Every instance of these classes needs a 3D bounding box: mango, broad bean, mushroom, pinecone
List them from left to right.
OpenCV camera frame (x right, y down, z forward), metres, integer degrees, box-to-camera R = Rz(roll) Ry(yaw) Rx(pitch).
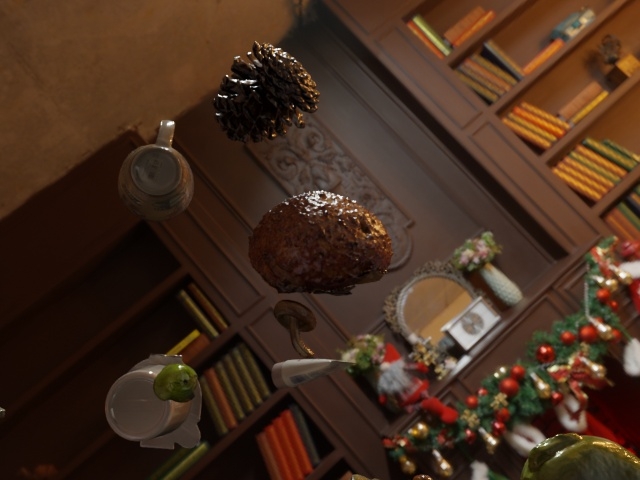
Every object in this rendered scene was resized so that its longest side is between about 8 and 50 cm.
[{"bbox_3d":[-0.302,0.299,1.286,0.091,0.074,0.165,-1,-20,-16],"label":"mango"},{"bbox_3d":[-0.153,-0.369,1.614,0.292,0.246,0.246,-28,0,33],"label":"pinecone"},{"bbox_3d":[-0.042,0.175,1.254,0.073,0.129,0.088,-24,-4,-46],"label":"mushroom"},{"bbox_3d":[0.512,0.488,1.158,0.119,0.291,0.238,124,171,-68],"label":"broad bean"}]

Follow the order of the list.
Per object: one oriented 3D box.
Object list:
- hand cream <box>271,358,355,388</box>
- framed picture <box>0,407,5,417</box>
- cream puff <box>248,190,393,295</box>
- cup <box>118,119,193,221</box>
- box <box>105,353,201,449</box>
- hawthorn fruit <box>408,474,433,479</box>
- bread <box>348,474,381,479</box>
[{"bbox_3d":[-0.030,0.391,1.877,0.248,0.083,0.133,-18,-19,24],"label":"hand cream"},{"bbox_3d":[-0.768,0.340,1.243,0.150,0.015,0.203,0,-8,44],"label":"framed picture"},{"bbox_3d":[-0.005,0.001,1.414,0.351,0.228,0.350,-8,4,1],"label":"cream puff"},{"bbox_3d":[-0.467,-0.218,1.808,0.257,0.228,0.301,161,119,-71],"label":"cup"},{"bbox_3d":[-0.461,0.466,1.688,0.262,0.291,0.206,-38,-9,-5],"label":"box"},{"bbox_3d":[0.292,0.724,1.820,0.067,0.066,0.103,-37,1,-30],"label":"hawthorn fruit"},{"bbox_3d":[0.150,0.797,1.850,0.286,0.207,0.056,-58,-7,-82],"label":"bread"}]
